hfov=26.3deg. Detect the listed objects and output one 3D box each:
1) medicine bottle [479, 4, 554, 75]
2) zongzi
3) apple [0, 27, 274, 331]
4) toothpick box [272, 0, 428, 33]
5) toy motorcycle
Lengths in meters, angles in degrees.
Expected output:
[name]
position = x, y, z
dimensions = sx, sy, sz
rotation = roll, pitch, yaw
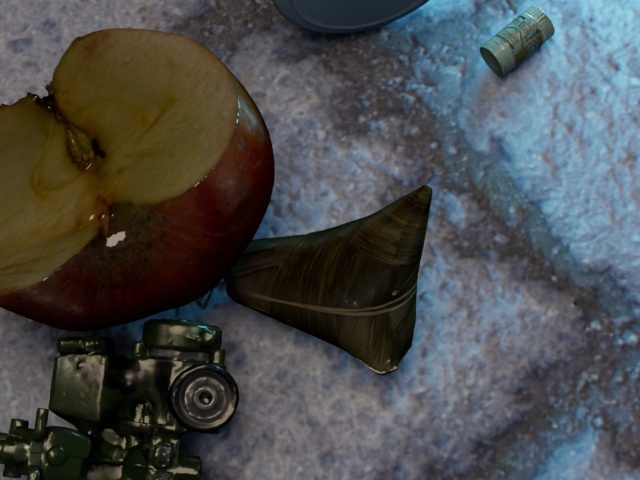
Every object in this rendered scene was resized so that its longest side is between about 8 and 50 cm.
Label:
[medicine bottle]
position = 0.236, -0.239, 1.645
dimensions = 0.083, 0.047, 0.047
rotation = -39, 68, -8
[zongzi]
position = 0.000, 0.000, 1.485
dimensions = 0.247, 0.241, 0.111
rotation = 21, 36, 20
[apple]
position = -0.234, -0.073, 1.506
dimensions = 0.329, 0.295, 0.365
rotation = -8, 36, -27
[toothpick box]
position = 0.021, -0.454, 1.672
dimensions = 0.263, 0.263, 0.355
rotation = -17, 66, 0
[toy motorcycle]
position = -0.225, 0.179, 1.476
dimensions = 0.275, 0.127, 0.205
rotation = 6, 83, 0
